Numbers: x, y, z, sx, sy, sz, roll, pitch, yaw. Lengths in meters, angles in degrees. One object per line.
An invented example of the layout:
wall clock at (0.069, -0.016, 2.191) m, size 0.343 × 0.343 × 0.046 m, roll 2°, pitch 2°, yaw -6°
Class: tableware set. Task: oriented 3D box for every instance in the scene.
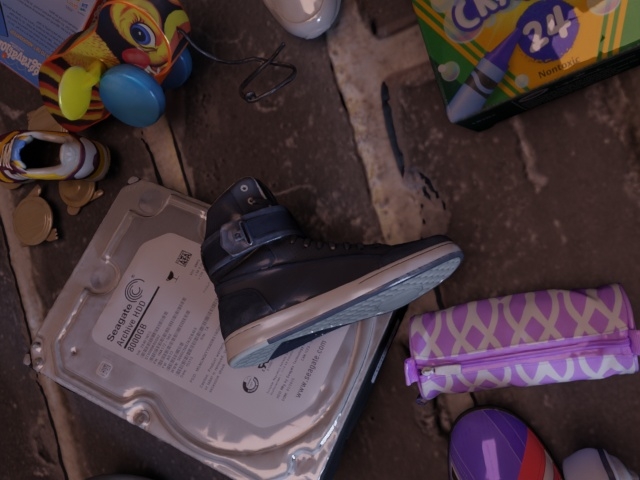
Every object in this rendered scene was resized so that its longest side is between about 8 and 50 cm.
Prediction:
tableware set at (-0.353, -0.083, 0.795) m, size 0.141 × 0.020 × 0.168 m, roll -31°, pitch 78°, yaw 15°

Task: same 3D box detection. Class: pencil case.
pencil case at (0.176, 0.092, 0.564) m, size 0.206 × 0.088 × 0.086 m, roll -14°, pitch 86°, yaw 19°

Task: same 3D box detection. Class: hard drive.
hard drive at (-0.108, 0.090, 0.639) m, size 0.339 × 0.064 × 0.236 m, roll 22°, pitch 75°, yaw 20°

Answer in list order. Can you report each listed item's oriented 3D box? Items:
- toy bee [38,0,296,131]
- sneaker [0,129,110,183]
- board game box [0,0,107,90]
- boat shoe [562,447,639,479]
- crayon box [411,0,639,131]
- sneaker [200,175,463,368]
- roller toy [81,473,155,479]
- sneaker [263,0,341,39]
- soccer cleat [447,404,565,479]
toy bee at (-0.195, -0.217, 0.663) m, size 0.298 × 0.162 × 0.195 m, roll -19°, pitch 39°, yaw 11°
sneaker at (-0.346, -0.103, 0.737) m, size 0.186 × 0.084 × 0.069 m, roll 0°, pitch 87°, yaw 19°
board game box at (-0.404, -0.311, 0.811) m, size 0.281 × 0.027 × 0.145 m, roll 35°, pitch 100°, yaw 17°
boat shoe at (0.336, 0.312, 0.479) m, size 0.157 × 0.136 × 0.367 m, roll -30°, pitch 83°, yaw 18°
crayon box at (0.171, -0.286, 0.552) m, size 0.203 × 0.083 × 0.322 m, roll -20°, pitch 82°, yaw 31°
sneaker at (-0.001, 0.000, 0.570) m, size 0.226 × 0.086 × 0.163 m, roll -21°, pitch 67°, yaw 2°
roller toy at (-0.206, 0.344, 0.649) m, size 0.191 × 0.209 × 0.146 m, roll 28°, pitch 98°, yaw 7°
sneaker at (-0.052, -0.317, 0.634) m, size 0.090 × 0.115 × 0.232 m, roll -23°, pitch 82°, yaw 19°
soccer cleat at (0.177, 0.308, 0.546) m, size 0.109 × 0.116 × 0.318 m, roll -12°, pitch 86°, yaw 20°
